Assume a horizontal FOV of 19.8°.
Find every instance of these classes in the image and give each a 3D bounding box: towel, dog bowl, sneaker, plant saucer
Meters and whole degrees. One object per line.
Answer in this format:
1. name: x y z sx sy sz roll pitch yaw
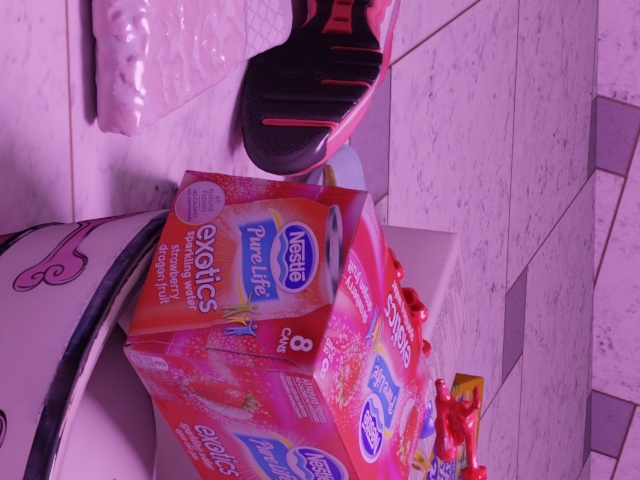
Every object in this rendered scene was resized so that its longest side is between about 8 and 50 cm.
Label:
1. towel: -0.093 -0.274 1.388 0.317 0.053 0.331 -42 135 -64
2. dog bowl: -0.161 0.171 1.181 0.408 0.150 0.408 7 90 -73
3. sneaker: 0.019 -0.152 1.685 0.136 0.116 0.314 82 23 -46
4. plant saucer: 0.000 0.000 1.805 0.195 0.037 0.195 6 90 -72

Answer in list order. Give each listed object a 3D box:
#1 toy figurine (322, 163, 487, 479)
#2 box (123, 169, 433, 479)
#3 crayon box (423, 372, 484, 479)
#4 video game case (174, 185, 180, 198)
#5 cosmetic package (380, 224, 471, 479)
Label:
1. toy figurine: -0.029 0.117 1.485 0.362 0.217 0.191 -121 -160 -47
2. box: -0.017 0.081 1.145 0.257 0.123 0.128 69 33 -56
3. crayon box: 0.128 0.268 2.232 0.323 0.083 0.203 -4 100 -73
4. video game case: -0.087 0.024 1.411 0.166 0.015 0.119 -162 -104 -68
5. cosmetic package: 0.067 0.149 1.950 0.160 0.113 0.309 78 25 -46
